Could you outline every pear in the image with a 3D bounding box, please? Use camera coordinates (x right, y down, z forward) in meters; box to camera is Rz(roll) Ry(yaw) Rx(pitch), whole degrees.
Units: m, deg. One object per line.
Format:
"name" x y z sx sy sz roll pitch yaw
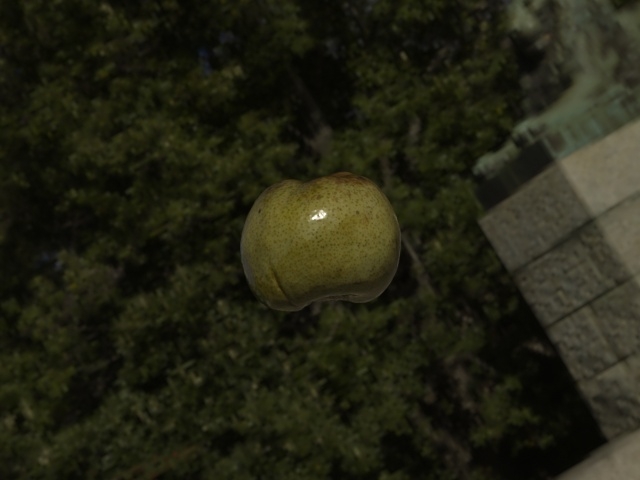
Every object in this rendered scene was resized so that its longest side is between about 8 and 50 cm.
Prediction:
"pear" 0.000 0.000 1.228 0.167 0.137 0.167 -5 2 0
